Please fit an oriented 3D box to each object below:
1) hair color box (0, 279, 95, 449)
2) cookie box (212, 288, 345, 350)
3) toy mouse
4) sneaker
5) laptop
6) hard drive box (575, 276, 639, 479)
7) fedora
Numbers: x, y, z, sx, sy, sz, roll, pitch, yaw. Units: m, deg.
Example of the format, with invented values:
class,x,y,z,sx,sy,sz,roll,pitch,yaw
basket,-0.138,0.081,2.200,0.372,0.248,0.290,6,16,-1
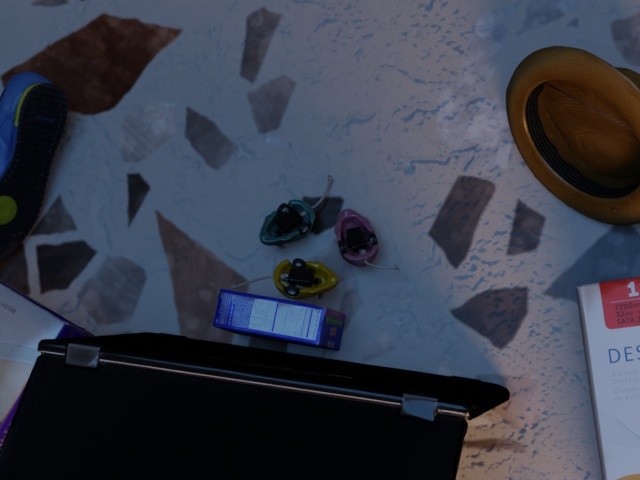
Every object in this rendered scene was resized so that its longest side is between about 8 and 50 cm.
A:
class,x,y,z,sx,sy,sz,roll,pitch,yaw
hair color box,-0.381,0.185,1.610,0.185,0.110,0.338,29,84,16
cookie box,-0.039,0.077,1.673,0.107,0.092,0.040,10,85,14
toy mouse,0.000,0.000,1.706,0.161,0.031,0.143,2,54,6
sneaker,-0.327,-0.074,1.791,0.082,0.069,0.209,22,92,49
laptop,-0.063,0.223,1.505,0.382,0.408,0.236,8,91,14
hard drive box,0.338,0.148,1.577,0.181,0.089,0.232,-9,76,10
fedora,0.269,-0.110,1.634,0.194,0.194,0.079,40,52,17
